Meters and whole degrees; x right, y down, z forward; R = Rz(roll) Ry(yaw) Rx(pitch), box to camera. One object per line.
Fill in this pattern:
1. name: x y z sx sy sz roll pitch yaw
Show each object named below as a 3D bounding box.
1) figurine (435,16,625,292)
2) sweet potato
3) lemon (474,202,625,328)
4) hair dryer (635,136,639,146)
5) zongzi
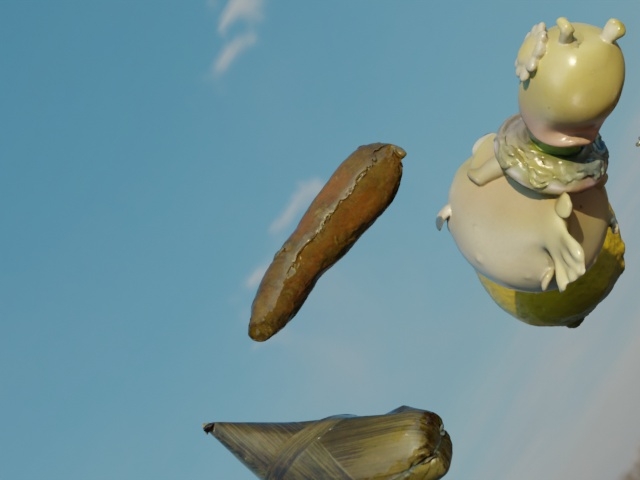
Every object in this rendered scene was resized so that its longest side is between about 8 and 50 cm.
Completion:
1. figurine: 0.274 -0.086 1.733 0.227 0.274 0.394 -2 -44 -11
2. sweet potato: 0.000 0.000 1.649 0.273 0.075 0.075 -51 -20 -16
3. lemon: 0.336 -0.003 2.279 0.233 0.288 0.233 -21 -5 -2
4. hair dryer: 0.513 -0.075 2.023 0.075 0.237 0.206 1 71 67
5. zongzi: 0.012 0.226 1.711 0.221 0.242 0.112 -48 6 40
